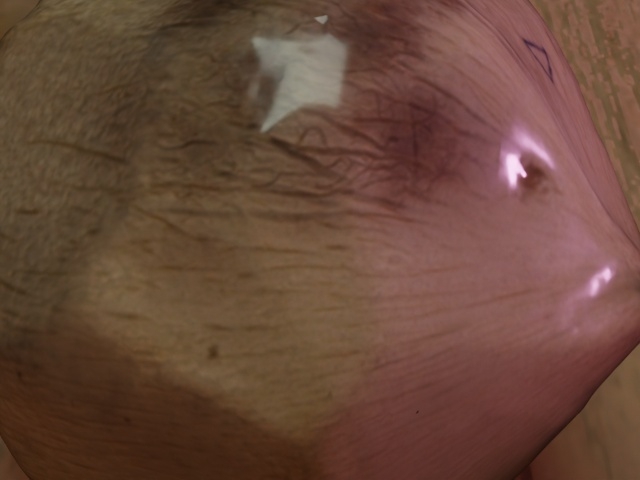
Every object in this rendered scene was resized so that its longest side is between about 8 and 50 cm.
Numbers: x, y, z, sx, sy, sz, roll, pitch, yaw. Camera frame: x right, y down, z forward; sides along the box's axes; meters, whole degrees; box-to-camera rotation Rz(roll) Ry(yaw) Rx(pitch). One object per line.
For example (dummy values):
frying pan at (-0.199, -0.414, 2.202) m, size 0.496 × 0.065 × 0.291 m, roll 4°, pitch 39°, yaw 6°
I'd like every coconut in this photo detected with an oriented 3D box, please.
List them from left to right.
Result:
coconut at (0.000, 0.000, 0.536) m, size 0.224 × 0.224 × 0.224 m, roll -2°, pitch 37°, yaw 1°

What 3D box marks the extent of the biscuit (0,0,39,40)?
biscuit at (-0.176, -0.061, 0.738) m, size 0.237 × 0.062 × 0.290 m, roll -1°, pitch 37°, yaw 1°
